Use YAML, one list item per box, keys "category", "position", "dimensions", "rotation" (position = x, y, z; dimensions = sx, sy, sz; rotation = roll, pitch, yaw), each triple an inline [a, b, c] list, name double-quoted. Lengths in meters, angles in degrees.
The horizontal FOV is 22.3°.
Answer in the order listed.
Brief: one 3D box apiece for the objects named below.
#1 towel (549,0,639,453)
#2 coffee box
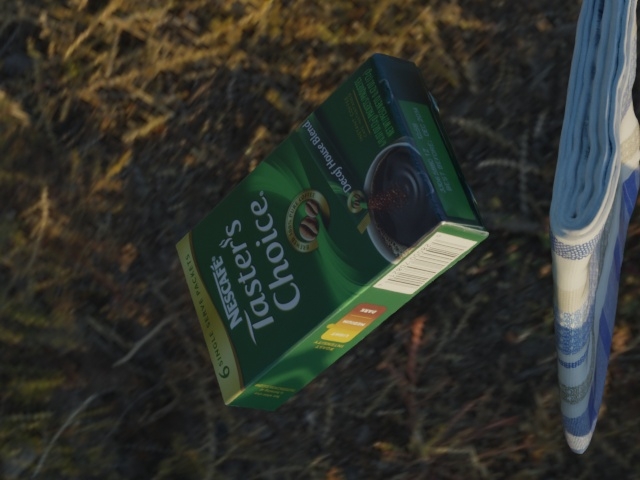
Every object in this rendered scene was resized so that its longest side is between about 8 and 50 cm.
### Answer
- category: "towel"
  position: [0.167, -0.019, 0.971]
  dimensions: [0.034, 0.285, 0.209]
  rotation: [6, 60, 13]
- category: "coffee box"
  position: [0.000, 0.000, 0.874]
  dimensions: [0.040, 0.184, 0.113]
  rotation: [10, 51, -42]
